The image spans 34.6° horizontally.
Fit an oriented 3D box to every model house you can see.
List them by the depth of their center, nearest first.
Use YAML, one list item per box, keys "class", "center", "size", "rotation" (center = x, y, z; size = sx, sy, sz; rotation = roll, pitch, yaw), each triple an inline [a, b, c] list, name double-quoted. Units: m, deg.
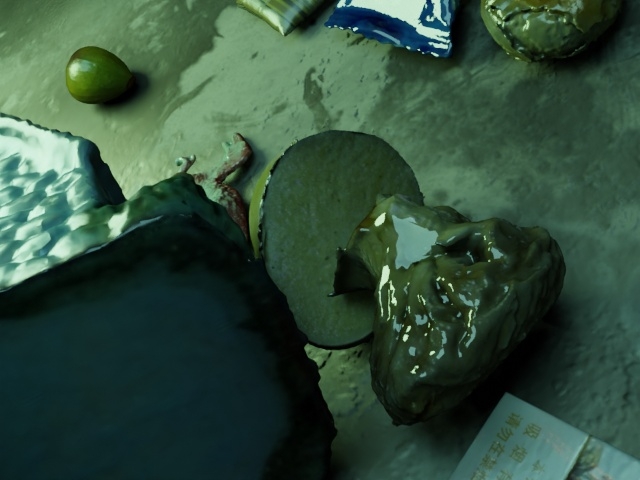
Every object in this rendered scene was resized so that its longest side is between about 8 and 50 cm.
- class: "model house"
  center: [-0.193, 0.064, 0.932]
  size: [0.297, 0.360, 0.339]
  rotation: [-27, 38, -4]

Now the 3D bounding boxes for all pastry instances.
- class: "pastry"
  center: [0.239, -0.252, 1.062]
  size: [0.153, 0.081, 0.153]
  rotation: [-16, 44, 16]

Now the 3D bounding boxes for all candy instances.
- class: "candy"
  center: [0.149, -0.360, 1.180]
  size: [0.187, 0.077, 0.331]
  rotation: [23, 75, 37]

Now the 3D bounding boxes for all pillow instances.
- class: "pillow"
  center: [-0.003, -0.340, 1.266]
  size: [0.203, 0.038, 0.113]
  rotation: [-45, 51, -6]

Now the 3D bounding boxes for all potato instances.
- class: "potato"
  center: [0.000, 0.000, 0.993]
  size: [0.117, 0.182, 0.202]
  rotation: [-7, 91, 60]

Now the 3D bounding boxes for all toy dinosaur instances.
- class: "toy dinosaur"
  center: [-0.107, -0.016, 1.098]
  size: [0.167, 0.053, 0.242]
  rotation: [-35, 42, -6]

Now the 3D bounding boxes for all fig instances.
- class: "fig"
  center: [-0.279, -0.209, 1.304]
  size: [0.088, 0.074, 0.074]
  rotation: [9, 63, 7]

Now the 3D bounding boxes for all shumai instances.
- class: "shumai"
  center: [0.088, 0.043, 0.865]
  size: [0.175, 0.166, 0.206]
  rotation: [40, 62, 11]

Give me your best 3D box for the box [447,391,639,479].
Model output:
- class: "box"
  center: [0.204, 0.234, 0.774]
  size: [0.233, 0.067, 0.149]
  rotation: [25, 74, 36]
